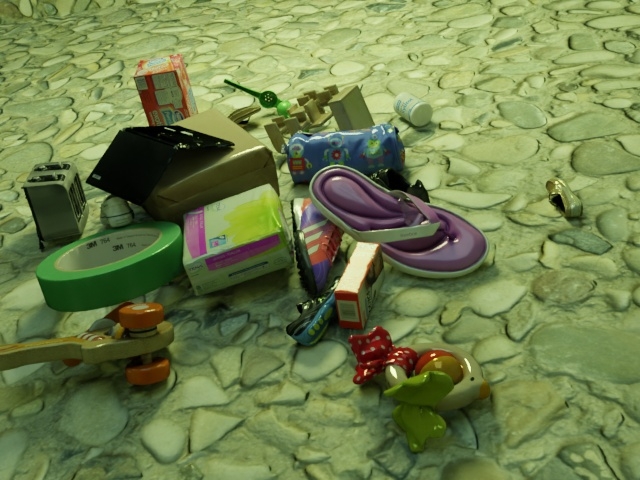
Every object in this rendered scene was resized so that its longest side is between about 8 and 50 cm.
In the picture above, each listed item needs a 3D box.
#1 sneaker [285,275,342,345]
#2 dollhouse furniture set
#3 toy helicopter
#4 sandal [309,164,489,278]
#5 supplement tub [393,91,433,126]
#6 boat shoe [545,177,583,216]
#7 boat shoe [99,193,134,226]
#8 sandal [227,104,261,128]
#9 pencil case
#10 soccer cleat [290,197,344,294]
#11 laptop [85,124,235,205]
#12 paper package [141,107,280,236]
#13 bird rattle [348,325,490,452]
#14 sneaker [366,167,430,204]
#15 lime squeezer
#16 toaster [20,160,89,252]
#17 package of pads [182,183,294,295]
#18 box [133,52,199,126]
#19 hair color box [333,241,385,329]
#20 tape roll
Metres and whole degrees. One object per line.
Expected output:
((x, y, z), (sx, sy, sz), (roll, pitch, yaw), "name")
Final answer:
((-0.004, 0.129, 1.575), (0.078, 0.067, 0.188), (17, 46, 27), "sneaker")
((0.015, -0.310, 2.176), (0.242, 0.161, 0.212), (-6, 30, 40), "dollhouse furniture set")
((-0.463, 0.197, 1.542), (0.355, 0.140, 0.235), (-7, 10, -14), "toy helicopter")
((0.149, -0.045, 1.667), (0.416, 0.102, 0.169), (24, 70, 19), "sandal")
((0.257, -0.365, 2.217), (0.071, 0.071, 0.107), (-23, 35, -17), "supplement tub")
((0.529, -0.096, 1.760), (0.045, 0.050, 0.135), (-12, 33, -10), "boat shoe")
((-0.499, -0.081, 1.957), (0.083, 0.075, 0.226), (-15, 10, -22), "boat shoe")
((-0.252, -0.345, 2.366), (0.180, 0.049, 0.072), (-37, 34, -10), "sandal")
((0.060, -0.224, 2.017), (0.306, 0.133, 0.119), (-5, 5, 8), "pencil case")
((0.000, 0.000, 1.735), (0.117, 0.108, 0.318), (-6, 32, -2), "soccer cleat")
((-0.383, -0.187, 1.906), (0.234, 0.136, 0.264), (21, 22, 39), "laptop")
((-0.313, -0.170, 2.016), (0.310, 0.168, 0.325), (-25, 37, -20), "paper package")
((0.169, 0.237, 1.360), (0.207, 0.143, 0.253), (-8, 19, -15), "bird rattle")
((0.133, -0.113, 1.833), (0.286, 0.130, 0.109), (12, 42, 33), "sneaker")
((-0.136, -0.406, 2.363), (0.310, 0.058, 0.110), (34, 5, 16), "lime squeezer")
((-0.667, -0.095, 2.017), (0.110, 0.185, 0.168), (-10, 26, -2), "toaster")
((-0.182, -0.012, 1.755), (0.229, 0.101, 0.296), (-20, 26, -1), "package of pads")
((-0.433, -0.391, 2.291), (0.128, 0.256, 0.122), (-8, 36, 5), "box")
((0.080, 0.087, 1.587), (0.053, 0.093, 0.167), (3, 37, 19), "hair color box")
((-0.453, 0.051, 1.747), (0.321, 0.077, 0.321), (-11, 19, 4), "tape roll")
